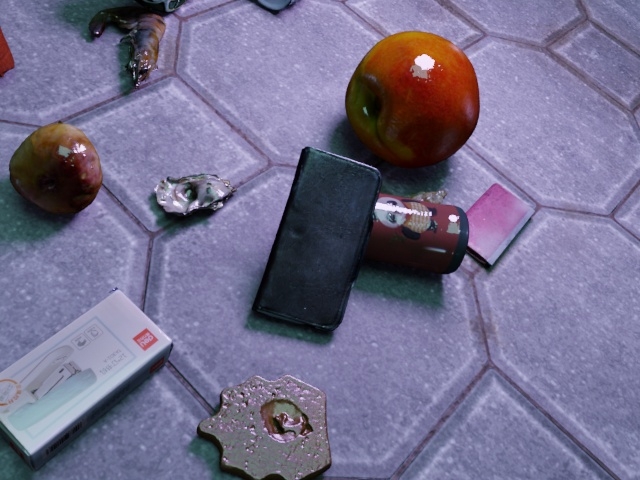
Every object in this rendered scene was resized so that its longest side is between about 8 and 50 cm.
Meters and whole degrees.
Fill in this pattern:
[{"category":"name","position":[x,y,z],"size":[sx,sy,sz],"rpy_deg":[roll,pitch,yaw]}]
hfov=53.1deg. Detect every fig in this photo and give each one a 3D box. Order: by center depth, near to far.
[{"category":"fig","position":[-0.483,-0.159,1.188],"size":[0.159,0.159,0.257],"rpy_deg":[0,36,-19]}]

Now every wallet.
[{"category":"wallet","position":[0.000,0.000,1.178],"size":[0.172,0.045,0.318],"rpy_deg":[17,86,-7]},{"category":"wallet","position":[0.391,-0.041,1.461],"size":[0.119,0.025,0.232],"rpy_deg":[41,52,11]}]

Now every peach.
[{"category":"peach","position":[0.218,-0.320,1.450],"size":[0.332,0.308,0.308],"rpy_deg":[-19,63,-45]}]

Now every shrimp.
[{"category":"shrimp","position":[-0.446,-0.450,1.455],"size":[0.169,0.058,0.296],"rpy_deg":[4,49,-10]}]

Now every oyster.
[{"category":"oyster","position":[-0.236,-0.087,1.259],"size":[0.166,0.053,0.108],"rpy_deg":[-14,42,-20]},{"category":"oyster","position":[0.208,-0.060,1.409],"size":[0.146,0.045,0.121],"rpy_deg":[8,67,-13]}]

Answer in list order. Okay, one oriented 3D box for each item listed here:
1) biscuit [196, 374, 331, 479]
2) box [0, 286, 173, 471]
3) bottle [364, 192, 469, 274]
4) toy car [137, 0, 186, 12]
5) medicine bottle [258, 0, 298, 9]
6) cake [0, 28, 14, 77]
[{"category":"biscuit","position":[-0.091,0.304,1.032],"size":[0.215,0.034,0.182],"rpy_deg":[5,53,-13]},{"category":"box","position":[-0.369,0.202,0.980],"size":[0.135,0.079,0.269],"rpy_deg":[42,53,12]},{"category":"bottle","position":[0.116,-0.023,1.282],"size":[0.336,0.144,0.144],"rpy_deg":[9,53,-10]},{"category":"toy car","position":[-0.391,-0.610,1.523],"size":[0.136,0.125,0.306],"rpy_deg":[22,33,6]},{"category":"medicine bottle","position":[-0.063,-0.760,1.747],"size":[0.158,0.158,0.318],"rpy_deg":[30,50,4]},{"category":"cake","position":[-0.748,-0.423,1.270],"size":[0.177,0.151,0.283],"rpy_deg":[-34,71,-22]}]
